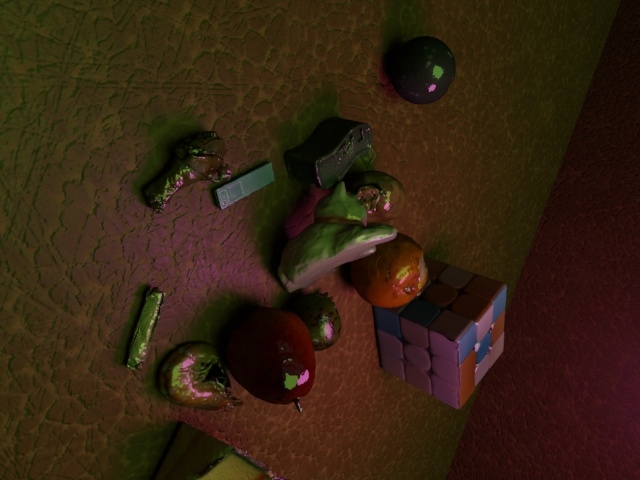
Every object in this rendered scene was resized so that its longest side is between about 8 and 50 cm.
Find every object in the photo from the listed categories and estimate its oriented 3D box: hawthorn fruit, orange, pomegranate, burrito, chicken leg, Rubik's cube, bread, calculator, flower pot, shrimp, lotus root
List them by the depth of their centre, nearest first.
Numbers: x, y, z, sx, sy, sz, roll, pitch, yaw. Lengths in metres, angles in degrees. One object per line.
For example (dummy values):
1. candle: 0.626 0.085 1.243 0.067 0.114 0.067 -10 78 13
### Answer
1. chicken leg: -0.262 -0.141 0.970 0.196 0.080 0.125 -37 144 -33
2. burrito: -0.366 0.186 1.022 0.045 0.041 0.185 19 92 -10
3. calculator: -0.173 -0.127 1.123 0.172 0.018 0.057 -35 131 -35
4. shrimp: -0.272 0.337 1.187 0.287 0.063 0.152 41 63 -48
5. hawthorn fruit: -0.106 0.299 1.203 0.224 0.261 0.224 -32 157 -16
6. bread: -0.278 0.676 1.205 0.346 0.242 0.405 42 70 -46
7. flower pot: 0.027 -0.226 1.243 0.229 0.108 0.103 -44 136 -27
8. pomegranate: -0.010 0.218 1.371 0.205 0.159 0.159 -56 147 -57
9. lotus root: 0.158 -0.119 1.385 0.284 0.160 0.146 -9 108 -74
10. orange: 0.208 0.088 1.501 0.240 0.240 0.240 -23 123 -42
11. Rubik's cube: 0.436 0.319 1.770 0.344 0.347 0.346 -35 131 -34

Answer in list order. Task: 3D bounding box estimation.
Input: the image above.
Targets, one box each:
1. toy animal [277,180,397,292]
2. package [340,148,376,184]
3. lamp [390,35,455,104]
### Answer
1. toy animal: 0.000 0.000 1.267 0.266 0.188 0.308 -25 171 -22
2. package: 0.100 -0.218 1.379 0.131 0.047 0.071 -56 142 -19
3. lamp: 0.313 -0.480 1.439 0.314 0.182 0.182 -5 111 -68
